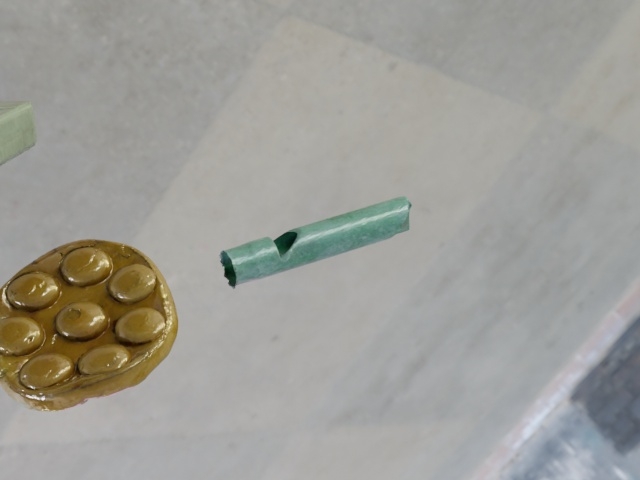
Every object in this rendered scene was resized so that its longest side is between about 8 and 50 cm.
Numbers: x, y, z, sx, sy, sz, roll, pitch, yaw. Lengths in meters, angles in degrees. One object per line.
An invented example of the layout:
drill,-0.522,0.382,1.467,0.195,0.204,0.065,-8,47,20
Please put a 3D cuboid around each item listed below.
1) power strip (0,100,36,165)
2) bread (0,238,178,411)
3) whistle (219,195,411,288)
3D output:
power strip,-0.338,-0.090,1.169,0.272,0.078,0.052,-71,159,-75
bread,-0.133,0.046,0.690,0.110,0.110,0.024,-33,149,-17
whistle,0.000,0.000,1.143,0.186,0.039,0.039,-17,143,-20
